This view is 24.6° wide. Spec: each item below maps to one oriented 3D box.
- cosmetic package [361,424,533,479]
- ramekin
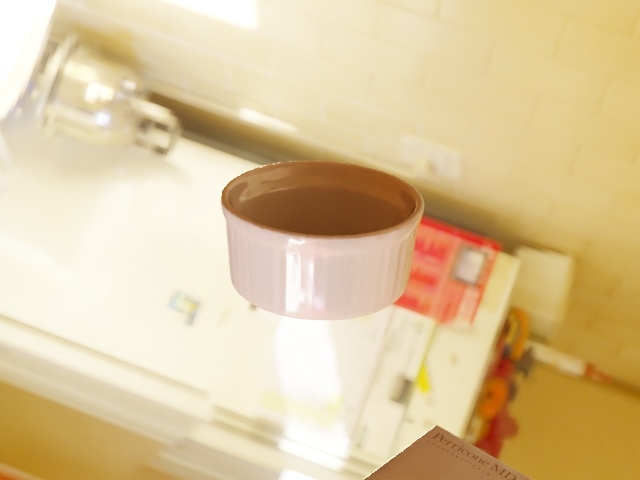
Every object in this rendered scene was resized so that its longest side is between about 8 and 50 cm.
[{"bbox_3d":[0.103,0.389,1.692,0.385,0.217,0.156,-31,140,-50],"label":"cosmetic package"},{"bbox_3d":[0.000,0.000,2.020,0.277,0.277,0.135,-58,154,-63],"label":"ramekin"}]
